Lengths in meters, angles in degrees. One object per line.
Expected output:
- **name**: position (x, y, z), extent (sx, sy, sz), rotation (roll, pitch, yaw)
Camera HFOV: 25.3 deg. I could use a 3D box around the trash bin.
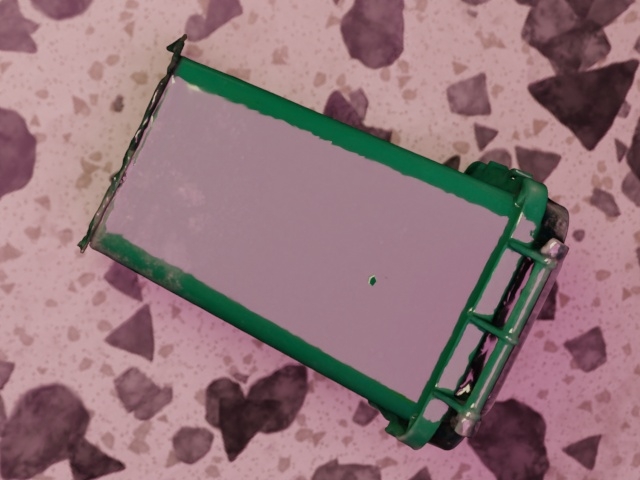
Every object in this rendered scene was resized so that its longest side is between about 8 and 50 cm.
- **trash bin**: position (0.000, 0.000, 1.246), extent (0.381, 0.295, 0.259), rotation (24, 94, -9)
